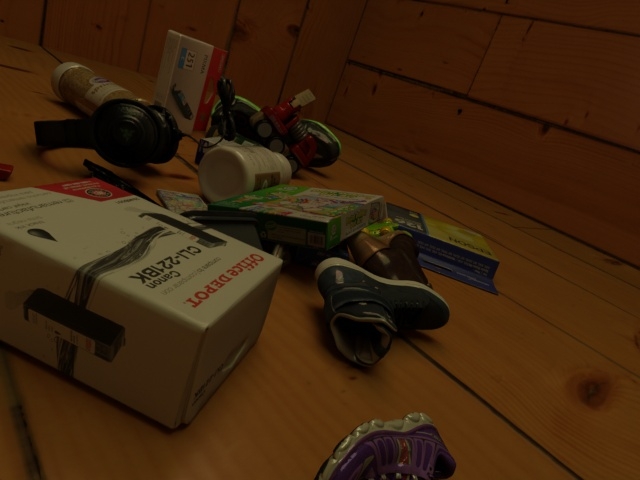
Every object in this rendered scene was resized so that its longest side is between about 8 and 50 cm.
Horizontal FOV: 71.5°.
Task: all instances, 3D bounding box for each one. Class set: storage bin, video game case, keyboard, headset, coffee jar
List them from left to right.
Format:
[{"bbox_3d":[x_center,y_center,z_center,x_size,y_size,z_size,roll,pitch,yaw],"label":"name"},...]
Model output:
[{"bbox_3d":[-0.378,-0.095,0.820,0.192,0.038,0.100,29,-2,28],"label":"keyboard"},{"bbox_3d":[-0.373,-0.247,0.919,0.395,0.185,0.243,1,13,-1],"label":"headset"},{"bbox_3d":[-0.264,-0.068,0.873,0.087,0.011,0.122,5,24,-37],"label":"video game case"},{"bbox_3d":[-0.148,0.021,0.645,0.135,0.098,0.091,1,55,-46],"label":"storage bin"},{"bbox_3d":[-0.260,-0.287,1.363,0.185,0.078,0.096,29,3,22],"label":"coffee jar"}]

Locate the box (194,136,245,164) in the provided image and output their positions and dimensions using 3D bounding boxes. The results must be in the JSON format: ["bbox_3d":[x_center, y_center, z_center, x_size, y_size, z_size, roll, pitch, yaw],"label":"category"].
[{"bbox_3d":[-0.254,-0.230,1.233,0.137,0.072,0.126,21,18,4],"label":"box"}]

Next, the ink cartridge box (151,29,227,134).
[{"bbox_3d":[-0.412,-0.495,1.453,0.066,0.296,0.261,30,21,24],"label":"ink cartridge box"}]

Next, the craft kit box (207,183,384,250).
[{"bbox_3d":[-0.039,-0.054,0.852,0.250,0.060,0.247,10,17,26],"label":"craft kit box"}]

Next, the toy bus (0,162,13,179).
[{"bbox_3d":[-0.558,-0.141,0.630,0.203,0.104,0.191,19,19,-4],"label":"toy bus"}]

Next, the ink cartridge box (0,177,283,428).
[{"bbox_3d":[-0.203,0.043,0.471,0.273,0.114,0.197,24,19,7],"label":"ink cartridge box"}]

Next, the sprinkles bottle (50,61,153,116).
[{"bbox_3d":[-0.604,-0.388,1.238,0.356,0.121,0.121,31,21,27],"label":"sprinkles bottle"}]

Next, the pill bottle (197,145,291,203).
[{"bbox_3d":[-0.160,-0.150,1.017,0.131,0.131,0.229,26,20,16],"label":"pill bottle"}]

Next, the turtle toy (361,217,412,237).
[{"bbox_3d":[0.143,-0.009,1.016,0.131,0.066,0.095,-3,19,14],"label":"turtle toy"}]

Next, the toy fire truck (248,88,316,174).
[{"bbox_3d":[-0.082,-0.367,1.436,0.217,0.246,0.158,53,-4,-28],"label":"toy fire truck"}]

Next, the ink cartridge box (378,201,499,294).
[{"bbox_3d":[0.304,0.003,1.173,0.304,0.072,0.307,20,17,0],"label":"ink cartridge box"}]

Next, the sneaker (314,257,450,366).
[{"bbox_3d":[0.103,0.116,0.630,0.227,0.086,0.163,18,22,-15],"label":"sneaker"}]

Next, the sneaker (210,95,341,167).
[{"bbox_3d":[-0.166,-0.357,1.583,0.484,0.185,0.202,17,37,0],"label":"sneaker"}]

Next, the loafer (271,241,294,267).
[{"bbox_3d":[-0.065,0.024,0.778,0.039,0.045,0.125,25,15,-8],"label":"loafer"}]

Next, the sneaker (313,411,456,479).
[{"bbox_3d":[0.064,0.200,0.391,0.170,0.068,0.071,4,31,-41],"label":"sneaker"}]

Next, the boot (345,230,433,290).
[{"bbox_3d":[0.169,0.072,0.866,0.249,0.090,0.206,8,36,-51],"label":"boot"}]

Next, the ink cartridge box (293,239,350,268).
[{"bbox_3d":[0.000,0.000,0.901,0.097,0.046,0.207,17,19,-7],"label":"ink cartridge box"}]
